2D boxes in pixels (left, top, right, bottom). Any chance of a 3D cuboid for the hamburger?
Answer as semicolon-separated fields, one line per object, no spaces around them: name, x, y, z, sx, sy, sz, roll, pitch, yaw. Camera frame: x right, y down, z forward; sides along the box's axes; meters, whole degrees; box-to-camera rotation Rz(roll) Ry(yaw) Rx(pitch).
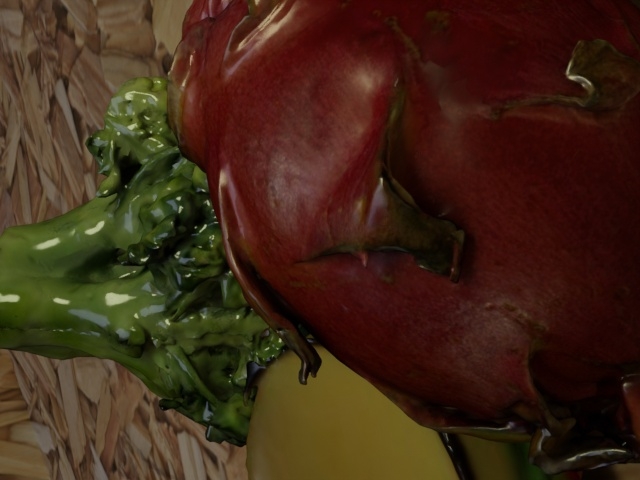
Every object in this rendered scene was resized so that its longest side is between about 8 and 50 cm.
hamburger;0.072;0.147;1.165;0.237;0.149;0.237;17;113;46

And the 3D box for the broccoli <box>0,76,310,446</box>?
broccoli;-0.110;0.018;1.282;0.248;0.245;0.288;-99;18;-59

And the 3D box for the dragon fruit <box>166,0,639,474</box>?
dragon fruit;0.067;-0.034;0.917;0.250;0.250;0.315;107;145;-56
